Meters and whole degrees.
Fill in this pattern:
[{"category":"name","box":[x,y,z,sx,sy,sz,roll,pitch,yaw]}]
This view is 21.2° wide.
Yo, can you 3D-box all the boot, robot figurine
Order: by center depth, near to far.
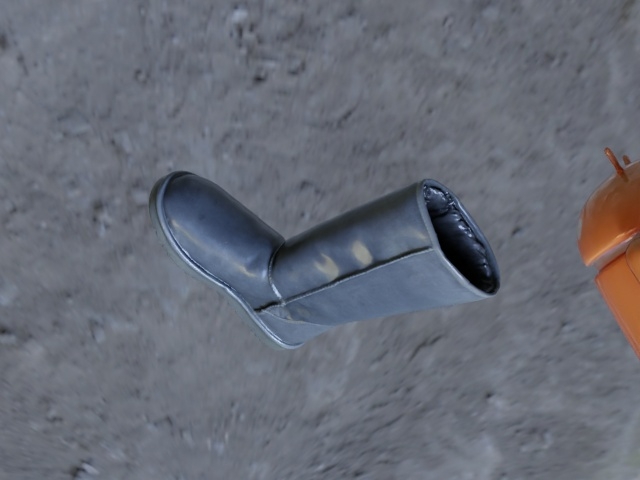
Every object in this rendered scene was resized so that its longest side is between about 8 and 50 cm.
[{"category":"boot","box":[0.000,-0.002,1.233,0.190,0.208,0.076,43,54,-24]},{"category":"robot figurine","box":[0.270,0.028,1.249,0.158,0.128,0.219,-23,79,-29]}]
